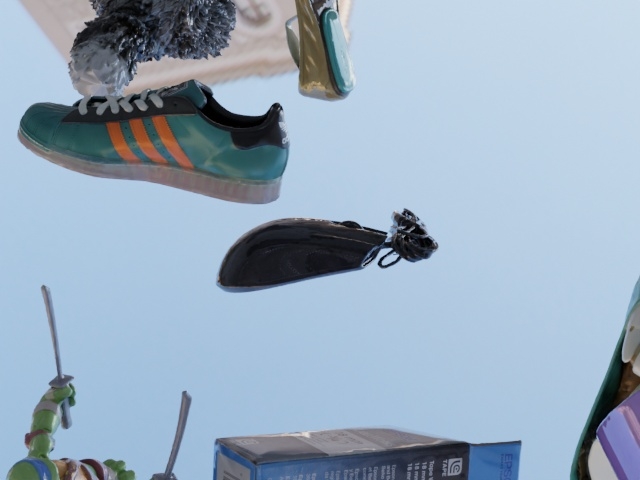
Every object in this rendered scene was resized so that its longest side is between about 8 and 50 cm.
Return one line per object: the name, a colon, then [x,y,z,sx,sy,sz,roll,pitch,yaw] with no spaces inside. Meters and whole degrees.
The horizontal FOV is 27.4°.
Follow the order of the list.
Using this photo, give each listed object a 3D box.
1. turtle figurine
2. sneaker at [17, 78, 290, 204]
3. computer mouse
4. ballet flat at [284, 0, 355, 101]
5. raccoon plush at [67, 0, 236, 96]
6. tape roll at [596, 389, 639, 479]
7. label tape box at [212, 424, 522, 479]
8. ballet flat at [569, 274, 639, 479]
turtle figurine: [-0.219,0.235,1.416,0.197,0.266,0.275,10,-112,14]
sneaker: [-0.182,-0.131,1.462,0.302,0.121,0.108,10,-157,-4]
computer mouse: [0.000,0.000,1.595,0.272,0.072,0.188,-12,-169,2]
ballet flat: [-0.014,-0.274,1.521,0.073,0.232,0.080,-2,-170,33]
raccoon plush: [-0.181,-0.391,1.779,0.446,0.216,0.299,-91,-158,-56]
tape roll: [0.260,0.107,0.751,0.189,0.189,0.080,-27,-114,7]
label tape box: [0.047,0.329,1.412,0.106,0.333,0.241,12,-80,58]
ballet flat: [0.242,0.105,0.947,0.083,0.247,0.087,23,-154,21]
